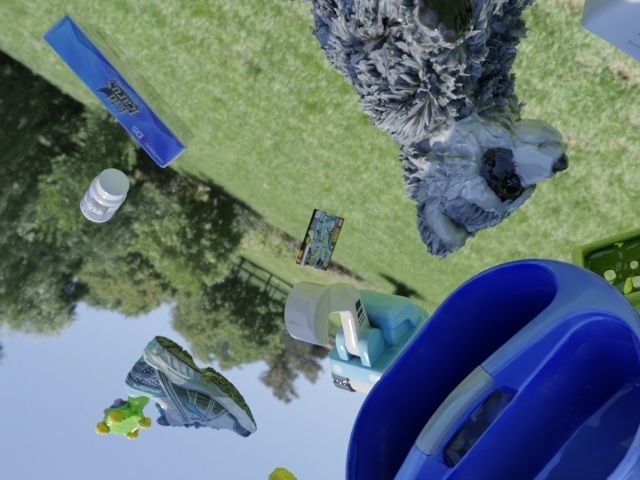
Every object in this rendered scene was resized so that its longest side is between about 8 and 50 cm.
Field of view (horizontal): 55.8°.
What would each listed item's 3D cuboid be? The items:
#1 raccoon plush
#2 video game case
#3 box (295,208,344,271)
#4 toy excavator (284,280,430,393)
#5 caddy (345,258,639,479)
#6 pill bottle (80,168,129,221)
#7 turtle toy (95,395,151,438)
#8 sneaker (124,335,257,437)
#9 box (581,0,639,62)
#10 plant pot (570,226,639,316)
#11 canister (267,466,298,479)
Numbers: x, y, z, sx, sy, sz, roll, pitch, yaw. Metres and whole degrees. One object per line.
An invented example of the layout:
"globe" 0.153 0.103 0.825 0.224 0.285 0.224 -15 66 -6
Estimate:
"raccoon plush" 0.079 -0.188 0.705 0.446 0.216 0.299 37 139 42
"video game case" -0.340 -0.261 1.073 0.270 0.061 0.244 50 -176 -16
"box" 0.000 0.000 1.429 0.027 0.137 0.094 22 -177 40
"toy excavator" 0.102 0.211 1.478 0.222 0.433 0.446 7 124 37
"caddy" 0.169 0.181 0.576 0.179 0.341 0.241 32 -171 -36
"pill bottle" -0.472 -0.100 1.329 0.078 0.078 0.137 31 144 -20
"turtle toy" -0.401 0.359 1.258 0.095 0.130 0.066 28 -148 -39
"sneaker" -0.236 0.291 1.107 0.283 0.122 0.110 46 176 -28
"box" 0.351 -0.276 0.603 0.130 0.171 0.091 21 166 -22
"plant pot" 0.470 0.103 0.776 0.207 0.228 0.227 66 -155 -11
"canister" -0.100 0.580 1.253 0.126 0.170 0.073 40 -176 31
